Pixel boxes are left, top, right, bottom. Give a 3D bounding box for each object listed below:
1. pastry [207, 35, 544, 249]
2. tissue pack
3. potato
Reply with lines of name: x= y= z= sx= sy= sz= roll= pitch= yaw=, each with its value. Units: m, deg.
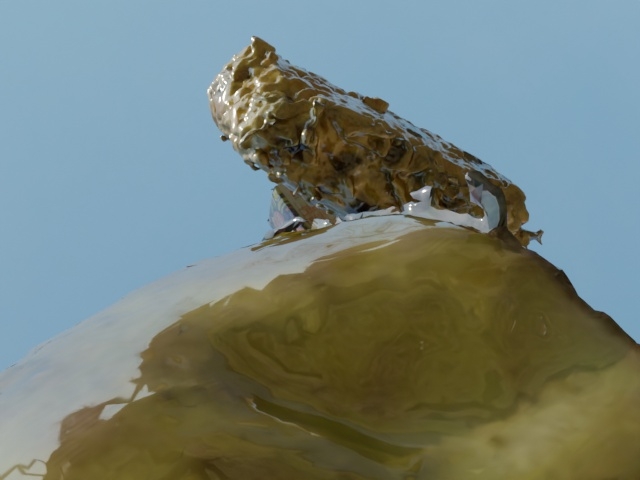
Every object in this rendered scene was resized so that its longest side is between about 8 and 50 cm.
pastry: x=0.022 y=-0.030 z=0.757 sx=0.140 sy=0.056 sz=0.080 roll=31 pitch=-171 yaw=-30
tissue pack: x=0.000 y=0.000 z=1.263 sx=0.035 sy=0.063 sz=0.083 roll=-30 pitch=-107 yaw=-16
potato: x=-0.046 y=0.143 z=0.511 sx=0.237 sy=0.289 sz=0.301 roll=-15 pitch=-128 yaw=-35
